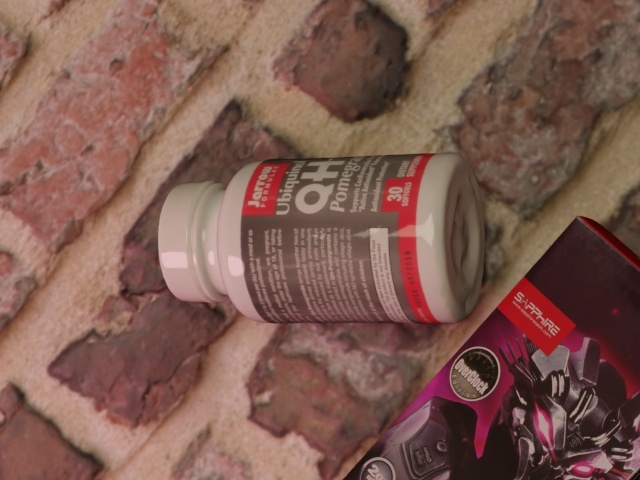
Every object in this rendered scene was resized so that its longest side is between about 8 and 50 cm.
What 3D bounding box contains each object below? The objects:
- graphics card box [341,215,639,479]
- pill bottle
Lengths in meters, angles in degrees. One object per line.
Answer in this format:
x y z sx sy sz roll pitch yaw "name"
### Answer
0.220 0.186 1.502 0.371 0.094 0.233 -49 55 8 "graphics card box"
0.000 0.000 1.620 0.318 0.176 0.176 -1 75 21 "pill bottle"
